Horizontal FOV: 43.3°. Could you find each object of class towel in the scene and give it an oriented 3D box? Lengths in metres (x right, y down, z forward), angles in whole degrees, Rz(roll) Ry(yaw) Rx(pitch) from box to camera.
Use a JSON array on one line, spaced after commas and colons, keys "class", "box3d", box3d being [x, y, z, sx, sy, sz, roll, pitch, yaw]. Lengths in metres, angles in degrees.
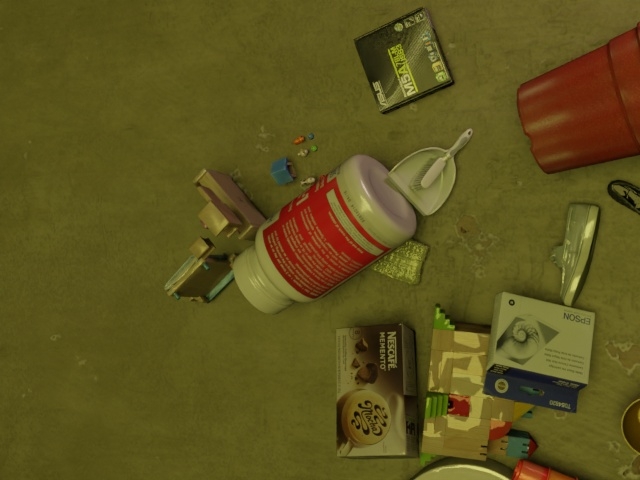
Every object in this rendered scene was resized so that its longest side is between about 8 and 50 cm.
[{"class": "towel", "box3d": [0.178, 0.037, 1.923, 0.148, 0.027, 0.110, 18, 99, 19]}]

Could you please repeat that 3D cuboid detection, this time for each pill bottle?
[{"class": "pill bottle", "box3d": [0.000, 0.000, 1.870, 0.408, 0.229, 0.229, -35, 82, 25]}]

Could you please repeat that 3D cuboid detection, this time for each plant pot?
[{"class": "plant pot", "box3d": [0.711, 0.385, 1.716, 0.134, 0.095, 0.134, 2, 95, 21]}, {"class": "plant pot", "box3d": [0.561, -0.269, 1.646, 0.265, 0.272, 0.272, -17, 88, 28]}]

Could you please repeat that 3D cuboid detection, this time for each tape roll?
[{"class": "tape roll", "box3d": [0.353, 0.700, 1.887, 0.392, 0.072, 0.391, 2, 95, 21]}]

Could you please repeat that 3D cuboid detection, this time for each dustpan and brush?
[{"class": "dustpan and brush", "box3d": [0.271, -0.177, 1.844, 0.147, 0.060, 0.211, 44, 75, -19]}]

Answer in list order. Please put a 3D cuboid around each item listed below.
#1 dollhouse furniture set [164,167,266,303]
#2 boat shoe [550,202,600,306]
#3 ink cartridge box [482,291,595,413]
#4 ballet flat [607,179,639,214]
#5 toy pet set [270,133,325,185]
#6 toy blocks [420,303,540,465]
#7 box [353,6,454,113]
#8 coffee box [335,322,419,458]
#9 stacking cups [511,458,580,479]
[{"class": "dollhouse furniture set", "box3d": [-0.316, 0.001, 1.971, 0.303, 0.286, 0.198, -45, 72, 13]}, {"class": "boat shoe", "box3d": [0.547, 0.028, 1.759, 0.081, 0.079, 0.227, 14, 88, 28]}, {"class": "ink cartridge box", "box3d": [0.471, 0.241, 1.733, 0.224, 0.045, 0.223, 12, 76, -8]}, {"class": "ballet flat", "box3d": [0.690, -0.076, 1.712, 0.173, 0.049, 0.057, 27, 104, 16]}, {"class": "toy pet set", "box3d": [-0.063, -0.189, 1.974, 0.114, 0.065, 0.122, -18, 88, 21]}, {"class": "toy blocks", "box3d": [0.371, 0.340, 1.815, 0.261, 0.191, 0.381, 5, 97, 8]}, {"class": "box", "box3d": [0.193, -0.415, 1.873, 0.184, 0.045, 0.190, -20, 87, 18]}, {"class": "coffee box", "box3d": [0.132, 0.350, 1.866, 0.168, 0.119, 0.297, -7, 70, 22]}, {"class": "stacking cups", "box3d": [0.581, 0.562, 1.764, 0.316, 0.096, 0.096, 24, 102, 12]}]
